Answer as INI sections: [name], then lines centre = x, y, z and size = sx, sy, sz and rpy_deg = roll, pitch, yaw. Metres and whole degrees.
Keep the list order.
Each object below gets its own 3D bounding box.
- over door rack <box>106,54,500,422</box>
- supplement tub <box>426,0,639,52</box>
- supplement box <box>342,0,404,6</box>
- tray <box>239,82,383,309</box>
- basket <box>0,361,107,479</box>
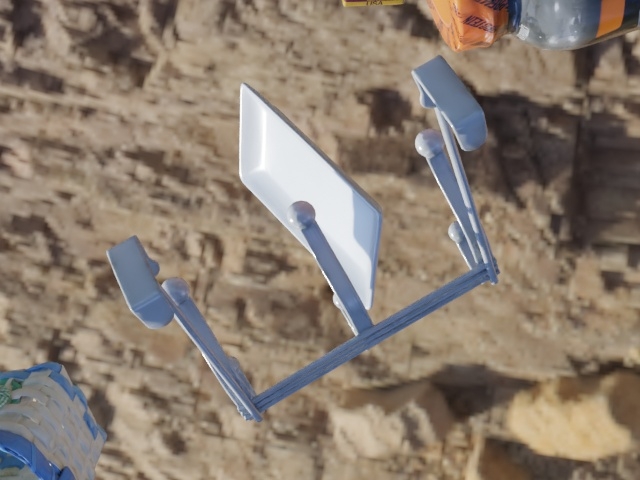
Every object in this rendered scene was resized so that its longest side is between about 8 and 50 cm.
[over door rack]
centre = 0.000, 0.000, 0.936
size = 0.239, 0.108, 0.324
rpy_deg = -31, 158, -2
[supplement tub]
centre = 0.228, -0.253, 0.909
size = 0.338, 0.207, 0.207
rpy_deg = -17, 160, 0
[supplement box]
centre = 0.067, -0.380, 1.599
size = 0.081, 0.104, 0.188
rpy_deg = -5, 147, -11
[tray]
centre = -0.008, -0.055, 1.495
size = 0.030, 0.270, 0.145
rpy_deg = -22, 138, -27
[basket]
centre = -0.372, 0.272, 1.407
size = 0.255, 0.289, 0.201
rpy_deg = -8, 133, 21
